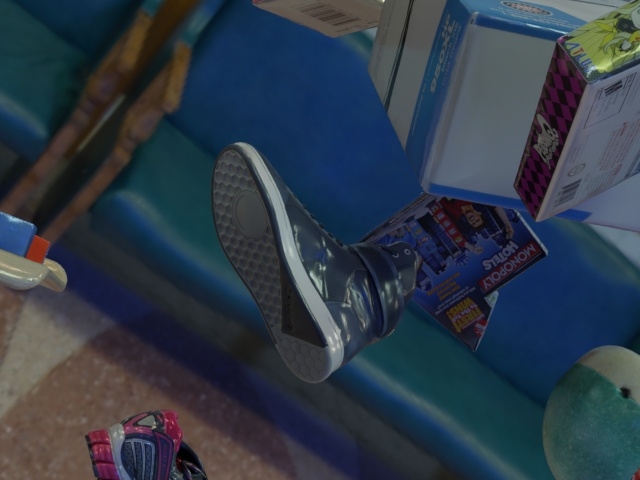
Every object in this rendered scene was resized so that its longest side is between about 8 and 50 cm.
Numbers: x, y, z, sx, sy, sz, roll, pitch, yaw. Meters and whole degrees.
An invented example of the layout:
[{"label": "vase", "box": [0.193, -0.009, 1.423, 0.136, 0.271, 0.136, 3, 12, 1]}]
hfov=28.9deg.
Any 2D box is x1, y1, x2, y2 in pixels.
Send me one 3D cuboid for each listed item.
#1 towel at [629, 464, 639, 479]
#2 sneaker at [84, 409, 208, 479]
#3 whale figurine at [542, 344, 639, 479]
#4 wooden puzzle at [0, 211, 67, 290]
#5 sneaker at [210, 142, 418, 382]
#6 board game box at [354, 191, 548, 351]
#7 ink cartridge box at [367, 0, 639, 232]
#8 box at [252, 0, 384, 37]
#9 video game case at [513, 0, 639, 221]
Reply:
[{"label": "towel", "box": [0.244, 0.174, 0.803, 0.031, 0.275, 0.199, 10, 47, 1]}, {"label": "sneaker", "box": [-0.175, 0.323, 1.501, 0.121, 0.112, 0.299, -117, -176, -47]}, {"label": "whale figurine", "box": [0.305, 0.224, 1.223, 0.216, 0.141, 0.272, 43, -11, 38]}, {"label": "wooden puzzle", "box": [-0.485, -0.023, 1.610, 0.322, 0.080, 0.348, 22, -4, -5]}, {"label": "sneaker", "box": [-0.001, 0.001, 1.162, 0.163, 0.086, 0.226, -25, 92, -44]}, {"label": "board game box", "box": [0.174, 0.026, 1.518, 0.194, 0.194, 0.060, 53, 23, -2]}, {"label": "ink cartridge box", "box": [0.219, -0.161, 1.207, 0.285, 0.166, 0.395, 10, 21, -10]}, {"label": "box", "box": [0.018, -0.372, 1.438, 0.148, 0.127, 0.232, 13, 76, -47]}, {"label": "video game case", "box": [0.238, -0.111, 0.826, 0.042, 0.210, 0.232, 60, -7, 18]}]
